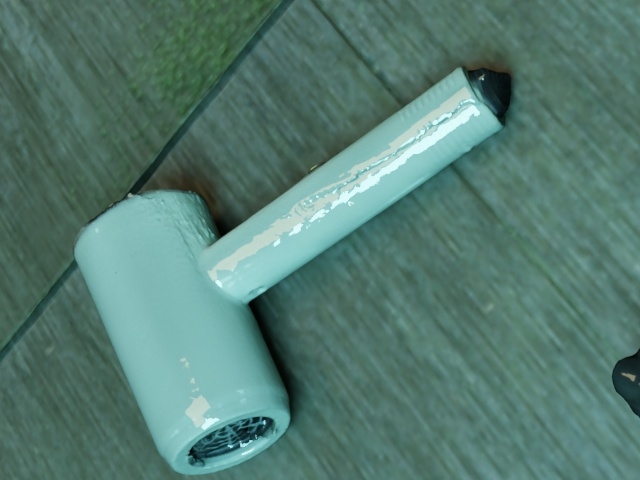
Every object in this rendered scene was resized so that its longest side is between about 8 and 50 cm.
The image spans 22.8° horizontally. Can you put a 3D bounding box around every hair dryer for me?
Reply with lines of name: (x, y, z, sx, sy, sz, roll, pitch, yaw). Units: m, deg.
hair dryer: (0.000, 0.000, 0.758, 0.236, 0.073, 0.131, -34, 63, 14)

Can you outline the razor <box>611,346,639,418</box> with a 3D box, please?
razor: (0.180, 0.019, 0.620, 0.090, 0.054, 0.148, 27, 96, 36)
